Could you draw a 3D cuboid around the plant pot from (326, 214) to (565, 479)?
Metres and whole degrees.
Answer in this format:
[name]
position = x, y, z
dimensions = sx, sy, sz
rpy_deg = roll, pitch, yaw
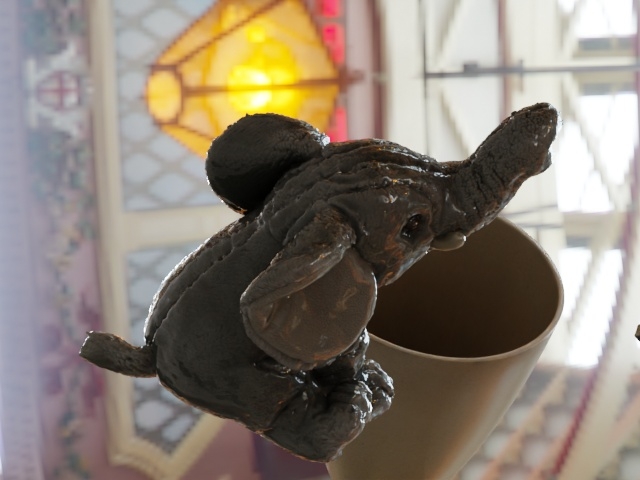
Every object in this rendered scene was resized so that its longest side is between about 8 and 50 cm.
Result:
[plant pot]
position = 0.089, 0.134, 1.865
dimensions = 0.256, 0.256, 0.274
rpy_deg = 45, -41, 34

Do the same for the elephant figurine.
[elephant figurine]
position = 0.000, 0.000, 1.089
dimensions = 0.169, 0.186, 0.239
rpy_deg = 37, -48, 16

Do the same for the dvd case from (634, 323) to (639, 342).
[dvd case]
position = 0.375, 0.107, 1.411
dimensions = 0.221, 0.164, 0.018
rpy_deg = -10, -136, 45
